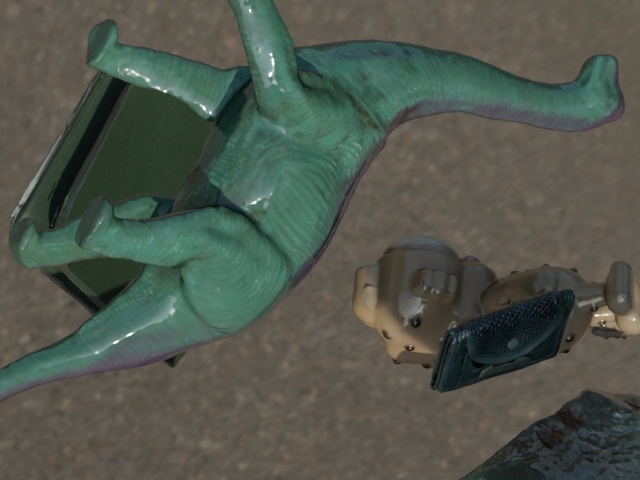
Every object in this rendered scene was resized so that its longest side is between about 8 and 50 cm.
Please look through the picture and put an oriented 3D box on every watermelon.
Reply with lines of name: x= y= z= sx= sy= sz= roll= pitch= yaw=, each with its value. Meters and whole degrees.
watermelon: x=0.292 y=0.248 z=1.668 sx=0.387 sy=0.228 sz=0.258 roll=3 pitch=42 yaw=-8

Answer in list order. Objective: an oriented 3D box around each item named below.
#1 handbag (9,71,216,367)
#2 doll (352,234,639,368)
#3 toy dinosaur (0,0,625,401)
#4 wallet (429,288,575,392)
handbag: x=-0.168 y=-0.030 z=1.808 sx=0.260 sy=0.079 sz=0.247 roll=47 pitch=61 yaw=-44
doll: x=0.172 y=0.064 z=1.733 sx=0.278 sy=0.154 sz=0.119 roll=0 pitch=63 yaw=13
toy dinosaur: x=0.000 y=0.000 z=1.080 sx=0.331 sy=0.129 sz=0.383 roll=26 pitch=87 yaw=-29
wallet: x=0.160 y=0.089 z=1.553 sx=0.129 sy=0.088 sz=0.026 roll=-16 pitch=52 yaw=-24
